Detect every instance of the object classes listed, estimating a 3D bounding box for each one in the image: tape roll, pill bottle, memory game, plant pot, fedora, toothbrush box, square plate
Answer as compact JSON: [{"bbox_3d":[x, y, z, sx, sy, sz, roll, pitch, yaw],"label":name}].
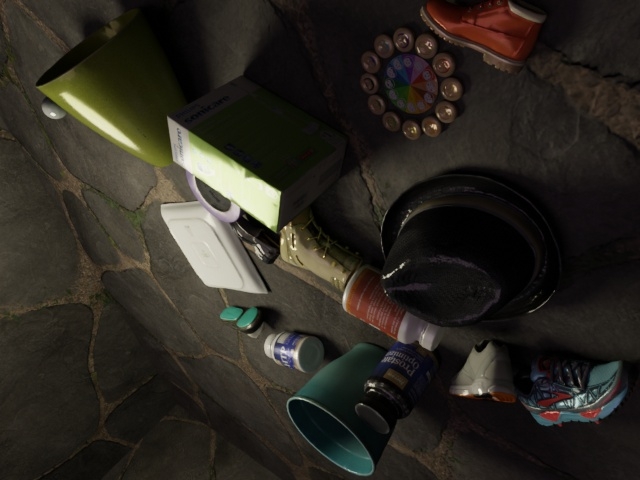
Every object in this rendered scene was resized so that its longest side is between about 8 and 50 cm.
[{"bbox_3d":[-0.248,-0.145,1.224,0.189,0.080,0.189,28,140,26],"label":"tape roll"},{"bbox_3d":[0.166,0.148,1.047,0.216,0.121,0.121,27,141,27],"label":"pill bottle"},{"bbox_3d":[0.142,-0.247,0.774,0.186,0.012,0.186,28,141,25],"label":"memory game"},{"bbox_3d":[0.181,0.337,1.132,0.123,0.219,0.122,28,141,25],"label":"pill bottle"},{"bbox_3d":[-0.089,0.346,1.519,0.187,0.112,0.112,-1,124,47],"label":"pill bottle"},{"bbox_3d":[-0.428,-0.320,1.112,0.275,0.274,0.293,8,145,42],"label":"plant pot"},{"bbox_3d":[0.094,0.424,1.280,0.272,0.255,0.271,27,140,25],"label":"plant pot"},{"bbox_3d":[0.222,0.048,0.830,0.334,0.152,0.334,21,129,29],"label":"fedora"},{"bbox_3d":[-0.122,-0.179,0.949,0.283,0.206,0.122,34,144,15],"label":"toothbrush box"},{"bbox_3d":[-0.357,0.032,1.542,0.347,0.049,0.344,0,125,46],"label":"square plate"}]

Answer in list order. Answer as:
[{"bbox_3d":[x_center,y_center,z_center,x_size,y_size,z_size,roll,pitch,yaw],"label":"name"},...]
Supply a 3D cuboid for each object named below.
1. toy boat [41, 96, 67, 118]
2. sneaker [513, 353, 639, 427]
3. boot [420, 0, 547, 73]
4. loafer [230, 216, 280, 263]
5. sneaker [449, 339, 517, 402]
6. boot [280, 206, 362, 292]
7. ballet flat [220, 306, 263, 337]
[{"bbox_3d":[-0.650,-0.388,1.342,0.318,0.148,0.267,12,133,39],"label":"toy boat"},{"bbox_3d":[0.448,0.266,0.887,0.125,0.104,0.262,44,145,8],"label":"sneaker"},{"bbox_3d":[0.210,-0.292,0.625,0.158,0.059,0.084,30,140,9],"label":"boot"},{"bbox_3d":[-0.172,-0.016,1.304,0.170,0.062,0.061,44,123,-2],"label":"loafer"},{"bbox_3d":[0.348,0.278,1.026,0.099,0.121,0.262,10,162,0],"label":"sneaker"},{"bbox_3d":[0.000,0.000,1.095,0.203,0.095,0.262,30,144,23],"label":"boot"},{"bbox_3d":[-0.249,0.278,1.648,0.096,0.095,0.280,49,157,-21],"label":"ballet flat"}]
